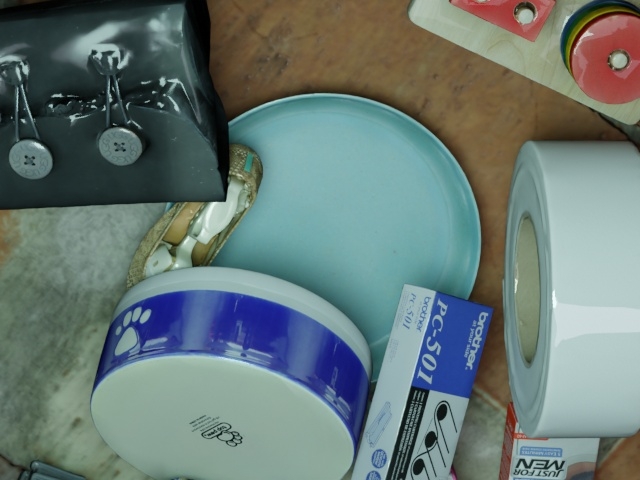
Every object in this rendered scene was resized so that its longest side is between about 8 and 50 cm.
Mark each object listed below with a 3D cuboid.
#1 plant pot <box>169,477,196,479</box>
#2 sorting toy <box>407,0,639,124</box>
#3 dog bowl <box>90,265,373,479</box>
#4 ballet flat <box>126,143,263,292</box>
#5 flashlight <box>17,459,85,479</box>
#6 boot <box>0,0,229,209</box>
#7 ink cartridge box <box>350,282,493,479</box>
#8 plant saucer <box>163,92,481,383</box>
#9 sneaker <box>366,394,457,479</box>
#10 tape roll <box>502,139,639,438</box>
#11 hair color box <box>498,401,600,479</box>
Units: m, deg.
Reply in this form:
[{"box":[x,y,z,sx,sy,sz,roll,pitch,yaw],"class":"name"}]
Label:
[{"box":[-0.084,0.370,1.736,0.236,0.236,0.212,15,104,-9],"class":"plant pot"},{"box":[0.253,-0.260,1.685,0.255,0.089,0.257,24,108,-12],"class":"sorting toy"},{"box":[-0.086,0.145,1.752,0.265,0.104,0.265,8,143,6],"class":"dog bowl"},{"box":[-0.125,-0.002,1.732,0.073,0.067,0.206,27,108,-14],"class":"ballet flat"},{"box":[-0.172,0.321,1.877,0.304,0.103,0.103,23,143,-16],"class":"flashlight"},{"box":[-0.300,-0.045,1.666,0.445,0.146,0.367,-10,129,-1],"class":"boot"},{"box":[0.099,0.153,1.755,0.097,0.046,0.207,16,88,-47],"class":"ink cartridge box"},{"box":[0.000,0.000,1.799,0.317,0.044,0.318,-1,112,-3],"class":"plant saucer"},{"box":[0.094,0.270,1.877,0.111,0.103,0.252,-22,110,4],"class":"sneaker"},{"box":[0.241,0.046,1.702,0.100,0.286,0.286,-1,111,-3],"class":"tape roll"},{"box":[0.238,0.258,1.906,0.093,0.053,0.167,2,112,-5],"class":"hair color box"}]
